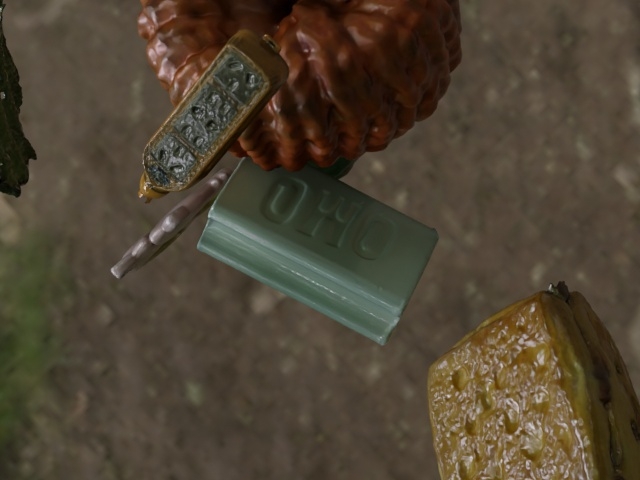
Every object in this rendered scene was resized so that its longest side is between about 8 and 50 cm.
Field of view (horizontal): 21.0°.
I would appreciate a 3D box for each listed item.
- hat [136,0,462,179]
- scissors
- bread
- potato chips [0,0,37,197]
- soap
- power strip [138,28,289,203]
[{"bbox_3d":[0.008,-0.147,1.626,0.285,0.285,0.400,39,169,27],"label":"hat"},{"bbox_3d":[-0.127,-0.038,1.844,0.024,0.160,0.317,47,-156,-1],"label":"scissors"},{"bbox_3d":[0.200,0.174,1.563,0.210,0.099,0.235,-40,51,41],"label":"bread"},{"bbox_3d":[-0.239,-0.117,1.294,0.028,0.092,0.208,4,133,4],"label":"potato chips"},{"bbox_3d":[0.000,0.000,1.601,0.198,0.119,0.066,27,136,2],"label":"soap"},{"bbox_3d":[-0.085,-0.082,1.246,0.049,0.028,0.178,43,128,0],"label":"power strip"}]
